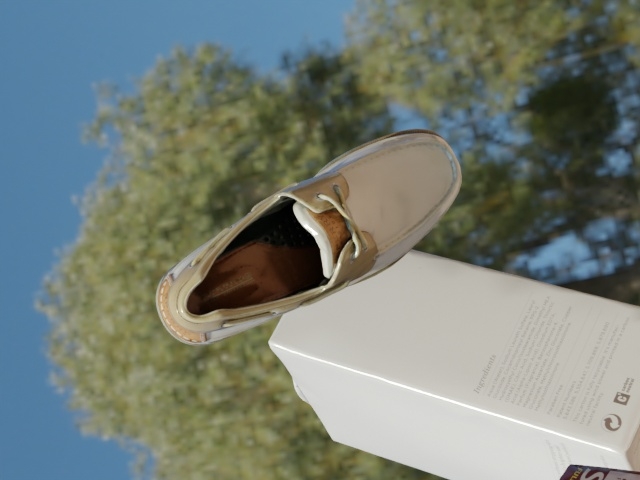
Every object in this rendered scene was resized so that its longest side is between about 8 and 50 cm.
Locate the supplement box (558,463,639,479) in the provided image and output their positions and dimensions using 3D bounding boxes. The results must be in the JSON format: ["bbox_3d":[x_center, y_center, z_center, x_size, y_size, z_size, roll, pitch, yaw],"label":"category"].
[{"bbox_3d":[0.227,0.313,1.286,0.130,0.073,0.239,-43,-54,-44],"label":"supplement box"}]

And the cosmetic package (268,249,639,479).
[{"bbox_3d":[0.167,0.141,1.587,0.156,0.385,0.217,-59,-32,-23],"label":"cosmetic package"}]

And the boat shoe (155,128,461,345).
[{"bbox_3d":[0.000,0.000,1.404,0.113,0.302,0.103,57,170,-3],"label":"boat shoe"}]
